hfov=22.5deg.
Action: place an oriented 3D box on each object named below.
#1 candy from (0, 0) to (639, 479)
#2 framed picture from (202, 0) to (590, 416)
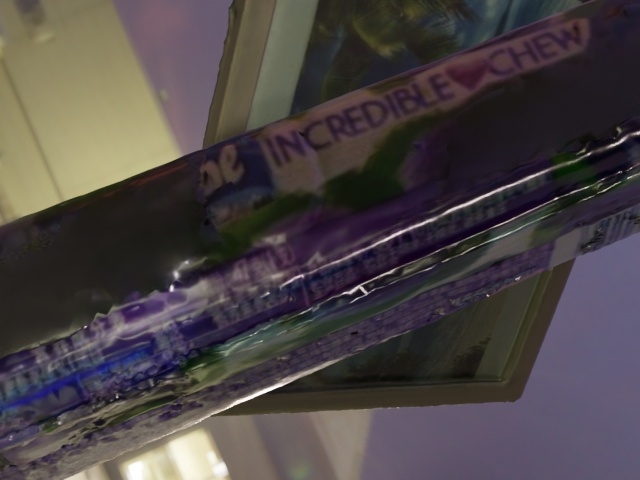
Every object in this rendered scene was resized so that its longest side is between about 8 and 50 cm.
[{"bbox_3d":[0.000,0.000,0.494,0.088,0.312,0.061,80,-13,-67],"label":"candy"},{"bbox_3d":[0.044,-0.031,0.824,0.024,0.232,0.315,-115,-148,-46],"label":"framed picture"}]
